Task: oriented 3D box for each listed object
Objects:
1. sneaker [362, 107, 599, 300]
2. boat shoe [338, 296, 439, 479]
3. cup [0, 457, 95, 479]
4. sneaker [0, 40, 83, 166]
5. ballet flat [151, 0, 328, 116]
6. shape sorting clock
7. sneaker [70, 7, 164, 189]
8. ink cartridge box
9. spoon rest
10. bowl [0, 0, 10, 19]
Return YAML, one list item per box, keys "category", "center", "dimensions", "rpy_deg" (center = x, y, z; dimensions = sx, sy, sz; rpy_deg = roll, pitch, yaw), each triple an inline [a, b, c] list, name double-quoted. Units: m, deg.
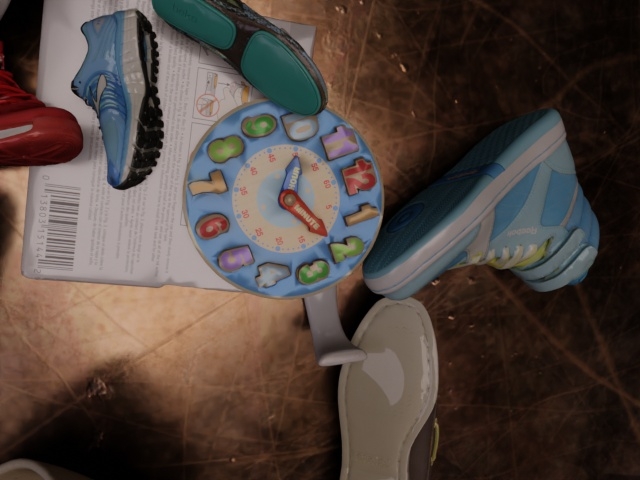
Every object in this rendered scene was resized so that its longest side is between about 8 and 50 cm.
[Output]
- category: "sneaker"
  center: [0.209, 0.010, 0.618]
  dimensions: [0.319, 0.127, 0.208]
  rpy_deg: [-39, 105, -18]
- category: "boat shoe"
  center: [0.089, 0.223, 0.650]
  dimensions: [0.116, 0.096, 0.325]
  rpy_deg: [6, 93, 26]
- category: "cup"
  center: [-0.226, 0.400, 0.507]
  dimensions: [0.237, 0.331, 0.331]
  rpy_deg: [34, 88, -42]
- category: "sneaker"
  center: [-0.293, -0.130, 0.467]
  dimensions: [0.221, 0.087, 0.128]
  rpy_deg: [1, 92, 29]
- category: "ballet flat"
  center: [-0.065, -0.193, 0.506]
  dimensions: [0.188, 0.070, 0.070]
  rpy_deg: [36, 87, -11]
- category: "shape sorting clock"
  center: [-0.034, -0.041, 0.541]
  dimensions: [0.206, 0.040, 0.206]
  rpy_deg: [-1, 93, -13]
- category: "sneaker"
  center: [-0.191, -0.128, 0.497]
  dimensions: [0.073, 0.063, 0.162]
  rpy_deg: [0, 93, 4]
- category: "ink cartridge box"
  center: [-0.155, -0.098, 0.564]
  dimensions: [0.261, 0.066, 0.296]
  rpy_deg: [7, 95, -15]
- category: "spoon rest"
  center: [0.000, 0.000, 0.619]
  dimensions: [0.137, 0.084, 0.277]
  rpy_deg: [-4, 85, -15]
- category: "bowl"
  center: [-0.322, -0.259, 0.418]
  dimensions: [0.156, 0.289, 0.290]
  rpy_deg: [19, 92, -40]
